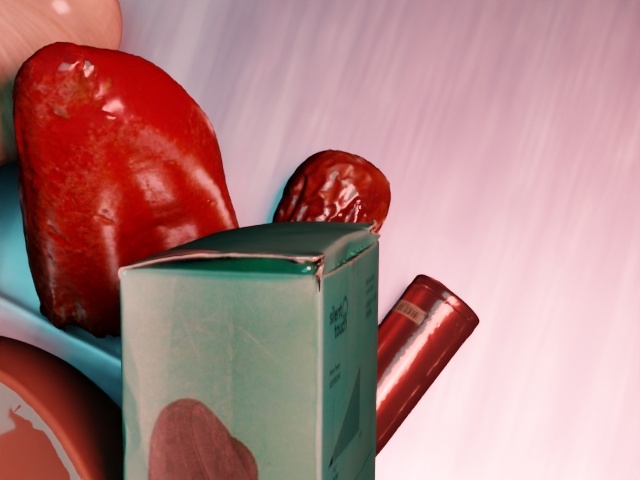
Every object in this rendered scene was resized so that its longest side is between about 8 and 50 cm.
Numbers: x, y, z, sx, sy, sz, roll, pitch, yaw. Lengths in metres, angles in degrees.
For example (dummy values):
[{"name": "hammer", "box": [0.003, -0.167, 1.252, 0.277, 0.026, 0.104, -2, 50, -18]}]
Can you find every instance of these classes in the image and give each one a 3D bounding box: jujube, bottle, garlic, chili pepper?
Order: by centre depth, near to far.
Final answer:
[{"name": "chili pepper", "box": [-0.124, -0.040, 0.908, 0.144, 0.253, 0.136, 19, 60, 10]}, {"name": "garlic", "box": [-0.244, -0.139, 0.967, 0.227, 0.152, 0.228, -7, 55, 11]}, {"name": "bottle", "box": [0.041, 0.104, 0.976, 0.060, 0.060, 0.164, 38, 80, 6]}, {"name": "jujube", "box": [0.000, 0.000, 0.990, 0.077, 0.077, 0.129, 21, 89, 3]}]

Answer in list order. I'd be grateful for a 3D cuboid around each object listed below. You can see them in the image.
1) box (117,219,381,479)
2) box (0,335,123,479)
[{"name": "box", "box": [-0.036, 0.150, 0.842, 0.118, 0.205, 0.311, 2, 97, 9]}, {"name": "box", "box": [-0.234, 0.196, 0.869, 0.301, 0.216, 0.301, 1, 77, -3]}]
